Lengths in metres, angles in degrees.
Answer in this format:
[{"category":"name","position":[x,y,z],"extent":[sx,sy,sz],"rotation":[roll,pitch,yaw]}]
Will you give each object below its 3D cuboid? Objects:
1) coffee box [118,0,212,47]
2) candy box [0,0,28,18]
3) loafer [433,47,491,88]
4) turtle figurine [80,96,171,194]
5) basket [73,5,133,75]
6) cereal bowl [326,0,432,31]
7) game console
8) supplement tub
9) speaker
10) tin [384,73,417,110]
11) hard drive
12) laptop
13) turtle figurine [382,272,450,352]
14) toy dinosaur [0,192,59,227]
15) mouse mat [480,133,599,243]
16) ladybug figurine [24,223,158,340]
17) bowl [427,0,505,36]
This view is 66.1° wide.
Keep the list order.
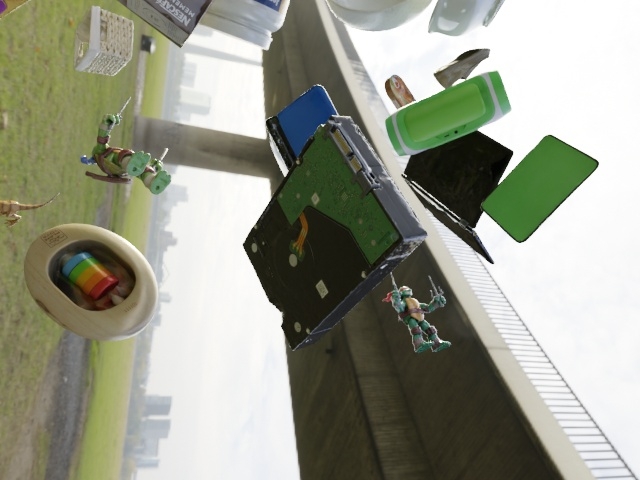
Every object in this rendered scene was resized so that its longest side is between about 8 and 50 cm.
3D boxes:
[{"category":"coffee box","position":[-0.344,-0.531,0.989],"extent":[0.141,0.246,0.098],"rotation":[-61,-155,-11]},{"category":"candy box","position":[-0.562,-0.403,0.791],"extent":[0.109,0.186,0.053],"rotation":[57,2,-33]},{"category":"loafer","position":[0.325,-0.395,1.124],"extent":[0.050,0.148,0.056],"rotation":[64,-5,-28]},{"category":"turtle figurine","position":[-0.506,-0.256,1.356],"extent":[0.266,0.274,0.198],"rotation":[33,-43,36]},{"category":"basket","position":[-0.546,-0.492,1.235],"extent":[0.167,0.103,0.114],"rotation":[-3,-95,52]},{"category":"cereal bowl","position":[0.175,-0.709,1.370],"extent":[0.141,0.338,0.339],"rotation":[62,23,-62]},{"category":"game console","position":[-0.015,-0.223,1.352],"extent":[0.250,0.173,0.293],"rotation":[96,-31,-79]},{"category":"supplement tub","position":[-0.179,-0.676,1.252],"extent":[0.228,0.228,0.316],"rotation":[-125,-129,-63]},{"category":"speaker","position":[0.321,-0.319,1.251],"extent":[0.296,0.131,0.131],"rotation":[-20,-123,23]},{"category":"tin","position":[0.311,-0.543,1.879],"extent":[0.040,0.190,0.106],"rotation":[-21,-154,42]},{"category":"hard drive","position":[0.000,0.000,0.808],"extent":[0.237,0.064,0.339],"rotation":[60,-44,23]},{"category":"laptop","position":[0.488,-0.186,1.685],"extent":[0.236,0.408,0.382],"rotation":[-44,-133,5]},{"category":"turtle figurine","position":[0.272,0.198,1.389],"extent":[0.118,0.175,0.234],"rotation":[117,-39,-50]},{"category":"toy dinosaur","position":[-0.859,-0.091,1.379],"extent":[0.112,0.211,0.064],"rotation":[-41,-124,42]},{"category":"mouse mat","position":[0.393,-0.098,0.902],"extent":[0.190,0.007,0.153],"rotation":[-49,-149,17]},{"category":"ladybug figurine","position":[-0.677,0.130,1.468],"extent":[0.449,0.305,0.162],"rotation":[40,-33,14]},{"category":"bowl","position":[0.403,-0.633,1.236],"extent":[0.298,0.134,0.298],"rotation":[-56,173,-10]}]
